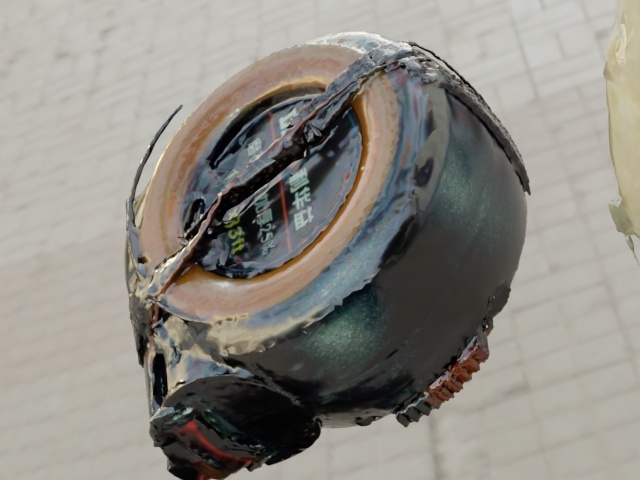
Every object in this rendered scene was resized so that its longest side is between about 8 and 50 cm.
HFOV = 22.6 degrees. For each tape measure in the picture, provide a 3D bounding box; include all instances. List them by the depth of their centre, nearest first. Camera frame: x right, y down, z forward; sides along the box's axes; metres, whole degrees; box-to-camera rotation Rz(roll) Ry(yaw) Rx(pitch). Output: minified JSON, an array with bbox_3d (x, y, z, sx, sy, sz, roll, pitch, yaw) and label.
[{"bbox_3d":[0.000,0.000,0.826,0.223,0.135,0.202,-32,43,21],"label":"tape measure"}]

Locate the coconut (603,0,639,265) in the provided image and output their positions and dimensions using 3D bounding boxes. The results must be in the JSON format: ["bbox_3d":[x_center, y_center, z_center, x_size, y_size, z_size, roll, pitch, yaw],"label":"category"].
[{"bbox_3d":[0.200,-0.043,0.328,0.247,0.245,0.245,-28,25,-22],"label":"coconut"}]
